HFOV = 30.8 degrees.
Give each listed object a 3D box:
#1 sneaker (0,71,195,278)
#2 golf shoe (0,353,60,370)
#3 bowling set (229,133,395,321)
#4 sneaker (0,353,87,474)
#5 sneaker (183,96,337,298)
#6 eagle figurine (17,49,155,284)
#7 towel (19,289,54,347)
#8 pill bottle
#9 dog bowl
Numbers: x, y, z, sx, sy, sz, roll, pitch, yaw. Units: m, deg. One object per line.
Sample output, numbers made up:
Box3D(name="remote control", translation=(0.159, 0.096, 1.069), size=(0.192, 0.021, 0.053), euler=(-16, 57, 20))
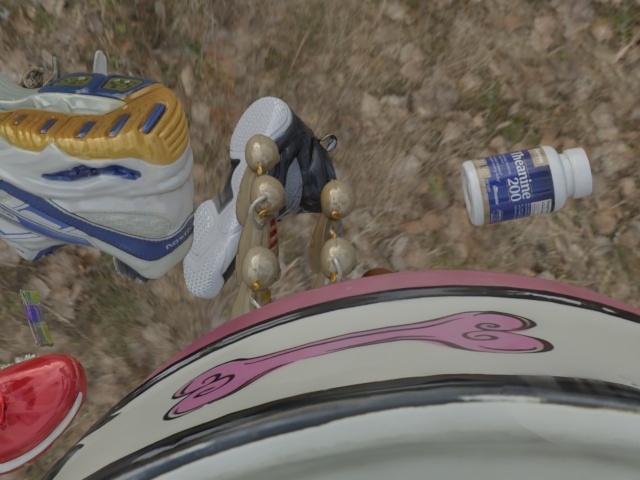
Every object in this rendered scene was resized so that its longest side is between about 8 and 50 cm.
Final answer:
Box3D(name="sneaker", translation=(-0.218, -0.045, 0.768), size=(0.296, 0.131, 0.112), euler=(14, 42, 25))
Box3D(name="golf shoe", translation=(-0.397, 0.206, 1.573), size=(0.069, 0.176, 0.086), euler=(-1, 78, -25))
Box3D(name="bowling set", translation=(0.000, 0.000, 1.272), size=(0.199, 0.154, 0.287), euler=(4, 43, -9))
Box3D(name="sneaker", translation=(-0.314, 0.153, 0.981), size=(0.221, 0.128, 0.087), euler=(-33, 61, -1))
Box3D(name="sneaker", translation=(-0.064, -0.037, 1.486), size=(0.153, 0.101, 0.269), euler=(23, 90, -38))
Box3D(name="eagle figurine", translation=(-0.304, -0.104, 1.590), size=(0.298, 0.226, 0.225), euler=(36, 114, 12))
Box3D(name="towel", translation=(-0.385, 0.107, 1.582), size=(0.009, 0.060, 0.083), euler=(-20, 83, 4))
Box3D(name="pill bottle", translation=(0.204, -0.057, 1.153), size=(0.120, 0.067, 0.067), euler=(-11, 86, 0))
Box3D(name="dog bowl", translation=(0.050, 0.191, 0.444), size=(0.407, 0.150, 0.408), euler=(1, 115, 2))
